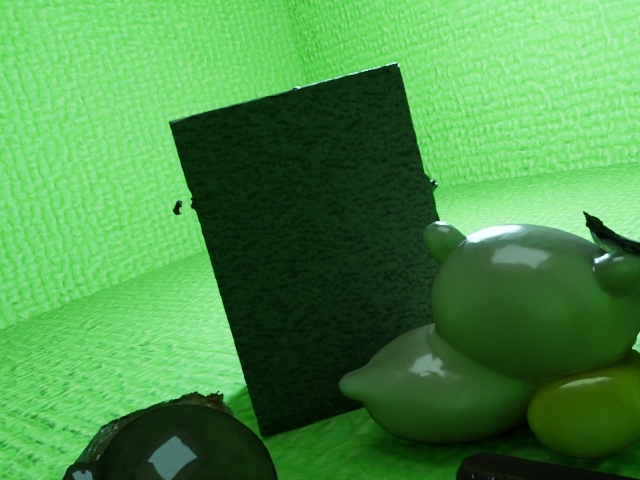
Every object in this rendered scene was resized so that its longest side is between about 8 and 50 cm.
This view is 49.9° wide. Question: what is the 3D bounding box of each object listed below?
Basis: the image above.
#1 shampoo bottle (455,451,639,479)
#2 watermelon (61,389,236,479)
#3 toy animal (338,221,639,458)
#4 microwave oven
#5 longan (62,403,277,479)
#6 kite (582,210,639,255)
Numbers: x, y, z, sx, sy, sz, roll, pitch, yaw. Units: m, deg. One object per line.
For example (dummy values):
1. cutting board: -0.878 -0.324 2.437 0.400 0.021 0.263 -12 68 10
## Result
1. shampoo bottle: 0.213 0.222 0.541 0.067 0.068 0.236 -22 11 -36
2. watermelon: -0.205 0.276 0.792 0.231 0.128 0.146 -9 -25 -45
3. toy animal: 0.208 0.082 0.784 0.345 0.247 0.277 -7 12 35
4. microwave oven: 0.000 0.000 1.002 0.374 0.432 0.236 -17 11 -8
5. longan: -0.142 0.239 0.642 0.204 0.159 0.185 5 23 4
6. kite: 0.399 0.051 0.709 0.368 0.014 0.406 25 4 -21
